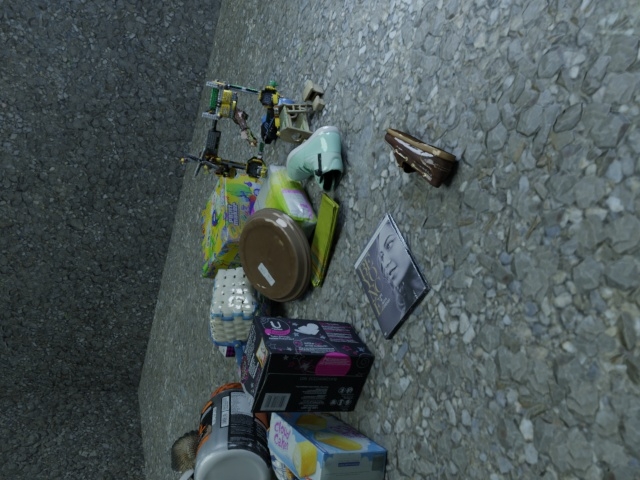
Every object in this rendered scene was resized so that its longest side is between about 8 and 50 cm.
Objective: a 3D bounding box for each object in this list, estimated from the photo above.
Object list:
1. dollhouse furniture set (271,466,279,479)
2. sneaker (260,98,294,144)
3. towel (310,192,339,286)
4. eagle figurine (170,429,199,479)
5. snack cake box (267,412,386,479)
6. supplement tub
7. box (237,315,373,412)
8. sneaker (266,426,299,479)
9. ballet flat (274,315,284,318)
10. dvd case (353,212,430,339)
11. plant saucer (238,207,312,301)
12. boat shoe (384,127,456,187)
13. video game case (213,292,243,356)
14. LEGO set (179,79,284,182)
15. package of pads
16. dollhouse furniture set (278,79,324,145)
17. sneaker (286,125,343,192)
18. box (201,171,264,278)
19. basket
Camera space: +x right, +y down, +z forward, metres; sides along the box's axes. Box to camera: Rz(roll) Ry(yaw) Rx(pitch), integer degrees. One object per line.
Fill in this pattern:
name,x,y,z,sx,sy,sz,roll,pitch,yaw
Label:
dollhouse furniture set,-0.134,0.659,1.446,0.152,0.058,0.076,-58,23,4
sneaker,-0.147,-0.401,1.708,0.232,0.081,0.091,157,115,-67
towel,0.000,0.000,1.340,0.102,0.021,0.237,-131,48,-55
eagle figurine,-0.428,0.776,1.815,0.225,0.226,0.298,98,156,-49
snack cake box,0.006,0.452,1.089,0.264,0.152,0.089,1,83,62
supplement tub,-0.250,0.574,1.450,0.338,0.207,0.207,-119,42,-72
box,-0.038,0.277,1.116,0.142,0.247,0.164,52,128,57
sneaker,-0.046,0.573,1.237,0.296,0.111,0.131,-155,59,-66
ballet flat,-0.137,0.342,1.479,0.091,0.077,0.241,-34,54,54
dvd case,0.143,0.073,1.072,0.165,0.018,0.221,-61,34,36
plant saucer,-0.139,0.047,1.420,0.277,0.041,0.278,13,111,37
boat shoe,0.183,-0.168,0.999,0.207,0.073,0.073,51,125,56
video game case,-0.369,0.314,1.976,0.210,0.041,0.232,17,98,63
LEGO set,-0.240,-0.317,1.446,0.192,0.254,0.332,-106,36,-71
package of pads,-0.123,-0.071,1.538,0.229,0.101,0.297,-64,33,32
dollhouse furniture set,-0.057,-0.357,1.486,0.161,0.101,0.182,-52,40,45
sneaker,-0.023,-0.188,1.385,0.256,0.094,0.151,-38,54,56
box,-0.306,-0.045,1.804,0.279,0.176,0.290,-47,42,49
basket,-0.251,0.246,1.603,0.289,0.200,0.255,94,175,-48
